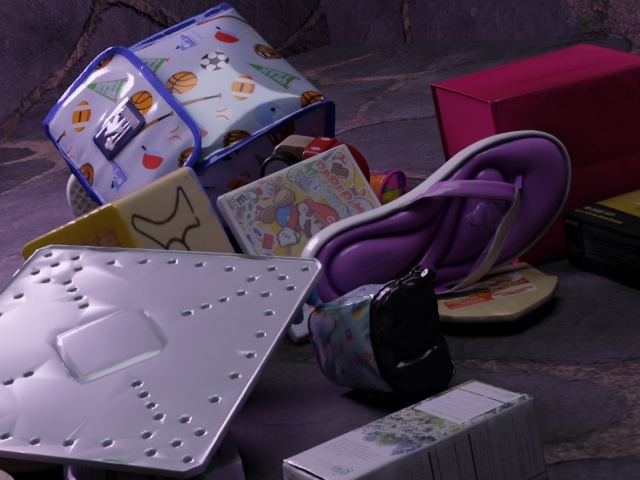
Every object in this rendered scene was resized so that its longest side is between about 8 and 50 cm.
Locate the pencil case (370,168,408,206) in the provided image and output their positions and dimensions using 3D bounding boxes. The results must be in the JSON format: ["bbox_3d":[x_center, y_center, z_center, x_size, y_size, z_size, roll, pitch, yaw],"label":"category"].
[{"bbox_3d":[0.042,-0.076,2.444,0.236,0.104,0.104,5,22,41],"label":"pencil case"}]

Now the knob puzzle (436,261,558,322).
[{"bbox_3d":[0.221,0.082,1.877,0.213,0.030,0.213,-9,15,2],"label":"knob puzzle"}]

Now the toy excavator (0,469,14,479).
[{"bbox_3d":[-0.551,0.276,1.450,0.433,0.222,0.445,-17,30,-23],"label":"toy excavator"}]

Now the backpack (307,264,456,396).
[{"bbox_3d":[0.067,0.110,1.675,0.115,0.152,0.182,-8,1,-26],"label":"backpack"}]

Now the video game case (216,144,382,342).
[{"bbox_3d":[0.000,0.000,1.962,0.206,0.227,0.026,-24,-16,-22],"label":"video game case"}]

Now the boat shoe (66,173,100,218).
[{"bbox_3d":[-0.207,-0.105,2.576,0.500,0.187,0.156,-11,9,-18],"label":"boat shoe"}]

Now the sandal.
[{"bbox_3d":[0.172,-0.007,1.882,0.416,0.169,0.102,-28,17,-16],"label":"sandal"}]

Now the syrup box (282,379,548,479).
[{"bbox_3d":[0.091,0.218,1.347,0.237,0.096,0.093,-20,16,-30],"label":"syrup box"}]

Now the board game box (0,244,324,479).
[{"bbox_3d":[-0.234,0.134,1.626,0.390,0.050,0.390,3,33,21],"label":"board game box"}]

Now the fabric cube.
[{"bbox_3d":[0.343,-0.131,2.139,0.258,0.259,0.254,-16,17,-13],"label":"fabric cube"}]

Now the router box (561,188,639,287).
[{"bbox_3d":[0.507,-0.008,1.909,0.243,0.081,0.309,-16,16,-20],"label":"router box"}]

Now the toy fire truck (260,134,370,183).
[{"bbox_3d":[0.037,-0.025,2.080,0.246,0.217,0.158,9,19,13],"label":"toy fire truck"}]

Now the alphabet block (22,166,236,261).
[{"bbox_3d":[-0.256,0.033,2.001,0.193,0.192,0.197,-25,5,32],"label":"alphabet block"}]

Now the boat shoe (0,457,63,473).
[{"bbox_3d":[-0.278,0.200,1.672,0.285,0.089,0.104,-12,16,-7],"label":"boat shoe"}]

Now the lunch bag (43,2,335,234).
[{"bbox_3d":[-0.216,-0.176,2.340,0.385,0.239,0.328,-28,52,-19],"label":"lunch bag"}]

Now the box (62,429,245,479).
[{"bbox_3d":[-0.180,0.247,1.537,0.186,0.038,0.145,-12,16,-8],"label":"box"}]
